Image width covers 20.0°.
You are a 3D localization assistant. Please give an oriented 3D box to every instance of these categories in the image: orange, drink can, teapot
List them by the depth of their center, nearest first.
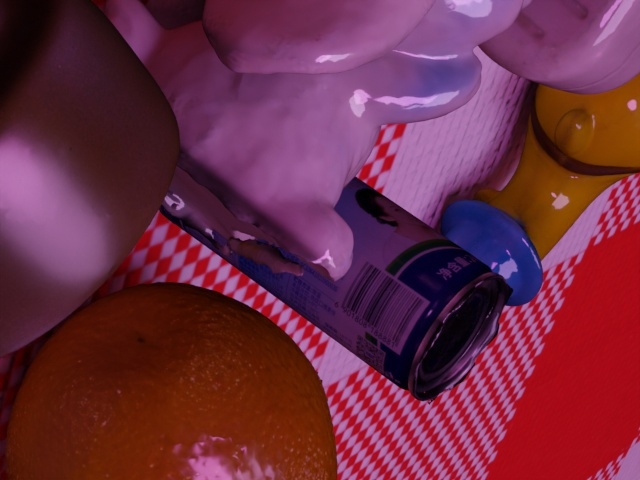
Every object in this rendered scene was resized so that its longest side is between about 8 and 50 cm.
[{"bbox_3d":[-0.180,-0.070,0.831,0.175,0.186,0.267,51,41,-35],"label":"teapot"},{"bbox_3d":[0.000,0.000,1.140,0.097,0.235,0.097,-41,151,-29],"label":"drink can"},{"bbox_3d":[-0.094,0.140,1.165,0.236,0.236,0.236,-41,152,-28],"label":"orange"}]

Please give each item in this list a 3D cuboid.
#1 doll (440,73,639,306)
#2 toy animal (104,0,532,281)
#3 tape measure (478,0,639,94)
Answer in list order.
[{"bbox_3d":[0.231,-0.080,1.580,0.363,0.145,0.199,-52,161,9],"label":"doll"},{"bbox_3d":[-0.012,-0.122,0.994,0.249,0.174,0.289,-15,-142,55],"label":"toy animal"},{"bbox_3d":[0.167,-0.238,1.119,0.258,0.265,0.130,-53,155,18],"label":"tape measure"}]
